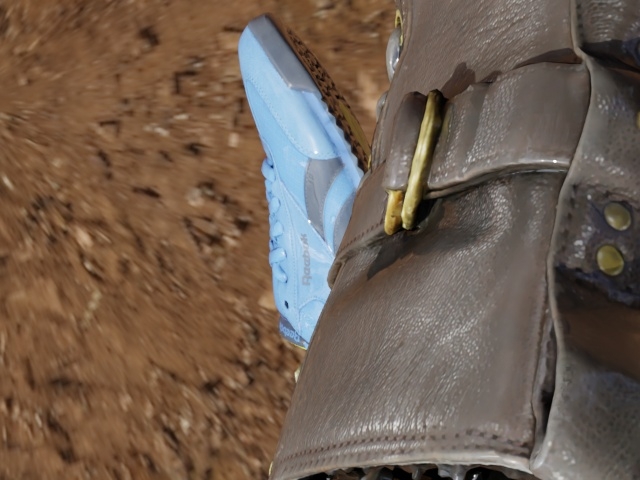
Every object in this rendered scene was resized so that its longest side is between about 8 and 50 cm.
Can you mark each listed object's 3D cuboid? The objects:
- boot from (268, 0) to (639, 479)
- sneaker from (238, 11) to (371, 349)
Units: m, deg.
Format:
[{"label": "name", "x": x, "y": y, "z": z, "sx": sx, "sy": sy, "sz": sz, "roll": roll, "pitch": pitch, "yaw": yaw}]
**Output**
[{"label": "boot", "x": 0.029, "y": -0.030, "z": 0.442, "sx": 0.091, "sy": 0.263, "sz": 0.229, "roll": 19, "pitch": 76, "yaw": -10}, {"label": "sneaker", "x": 0.000, "y": 0.000, "z": 0.857, "sx": 0.082, "sy": 0.069, "sz": 0.209, "roll": -25, "pitch": 103, "yaw": 11}]
